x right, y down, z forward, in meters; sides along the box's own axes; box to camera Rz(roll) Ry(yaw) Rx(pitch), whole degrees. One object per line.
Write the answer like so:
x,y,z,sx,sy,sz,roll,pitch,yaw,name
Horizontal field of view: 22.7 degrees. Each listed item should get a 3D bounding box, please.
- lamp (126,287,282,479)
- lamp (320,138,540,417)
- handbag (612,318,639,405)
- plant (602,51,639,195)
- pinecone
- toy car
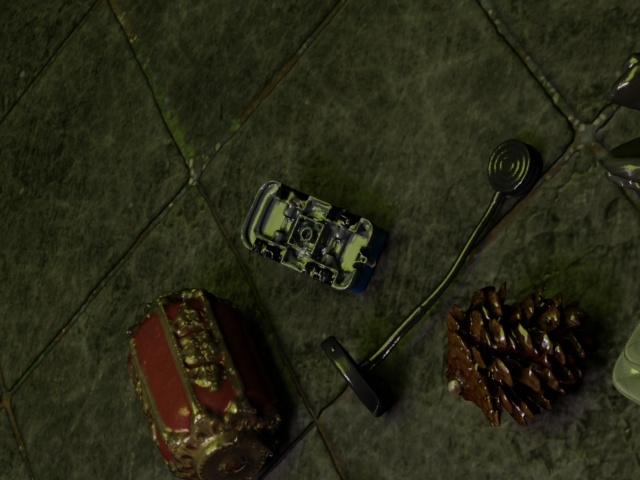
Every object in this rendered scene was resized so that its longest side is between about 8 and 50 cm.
-0.154,0.190,2.078,0.177,0.177,0.274,-46,48,22,lamp
0.128,0.037,1.888,0.371,0.108,0.130,-54,42,15,lamp
0.426,0.100,1.574,0.256,0.079,0.219,25,88,47,handbag
0.412,-0.110,1.535,0.199,0.276,0.188,-6,73,47,plant
0.214,0.119,1.735,0.173,0.173,0.174,-22,58,39,pinecone
0.000,0.000,2.059,0.191,0.100,0.097,24,90,29,toy car
